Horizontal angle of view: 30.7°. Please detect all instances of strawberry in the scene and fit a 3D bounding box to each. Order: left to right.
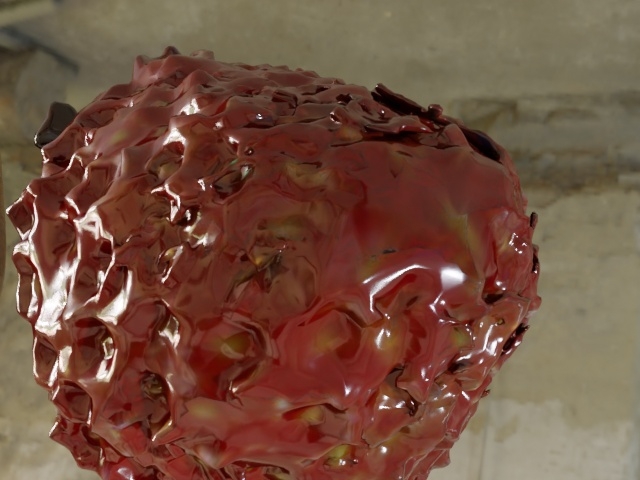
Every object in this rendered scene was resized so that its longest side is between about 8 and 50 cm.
[{"bbox_3d":[0.000,0.000,0.448,0.234,0.233,0.178,21,156,-19],"label":"strawberry"}]

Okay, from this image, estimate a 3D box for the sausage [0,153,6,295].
[{"bbox_3d":[-0.186,-0.009,0.576,0.062,0.183,0.054,-16,147,1],"label":"sausage"}]
